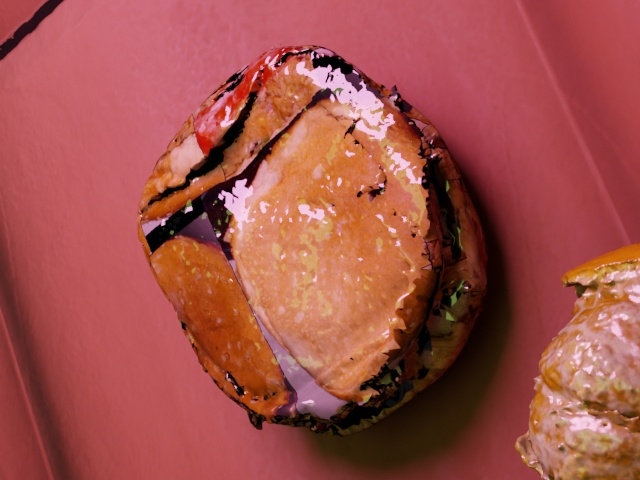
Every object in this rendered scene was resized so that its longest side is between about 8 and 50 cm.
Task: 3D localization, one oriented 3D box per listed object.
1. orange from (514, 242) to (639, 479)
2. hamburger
[{"bbox_3d":[0.160,0.074,0.811,0.134,0.156,0.157,21,102,49],"label":"orange"},{"bbox_3d":[0.000,0.000,0.987,0.231,0.107,0.231,-2,87,36],"label":"hamburger"}]
